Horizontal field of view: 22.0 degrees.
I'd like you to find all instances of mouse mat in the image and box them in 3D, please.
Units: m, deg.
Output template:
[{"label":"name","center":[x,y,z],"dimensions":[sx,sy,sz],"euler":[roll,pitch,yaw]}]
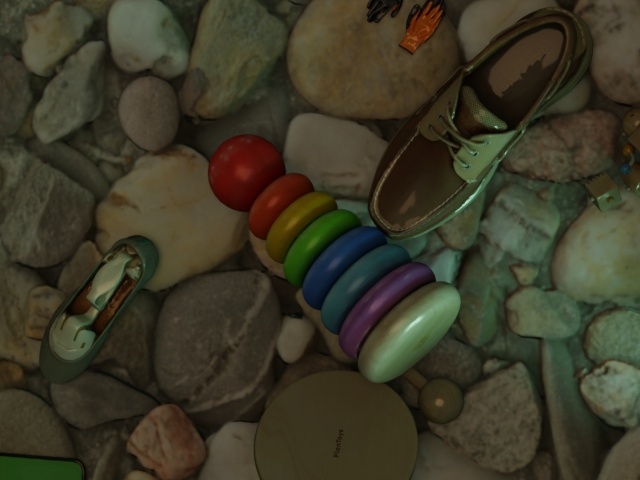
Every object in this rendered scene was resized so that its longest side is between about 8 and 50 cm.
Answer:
[{"label":"mouse mat","center":[-0.359,0.353,1.990],"dimensions":[0.153,0.007,0.189],"euler":[3,92,12]}]

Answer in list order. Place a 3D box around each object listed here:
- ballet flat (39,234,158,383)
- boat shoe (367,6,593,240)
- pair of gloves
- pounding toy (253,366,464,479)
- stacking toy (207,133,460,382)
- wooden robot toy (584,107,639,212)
[{"label":"ballet flat","center":[-0.272,0.080,1.936],"dimensions":[0.072,0.068,0.213],"euler":[39,98,9]},{"label":"boat shoe","center":[0.165,-0.134,1.816],"dimensions":[0.123,0.116,0.324],"euler":[41,98,9]},{"label":"pair of gloves","center":[0.098,-0.263,1.883],"dimensions":[0.083,0.010,0.074],"euler":[40,98,10]},{"label":"pounding toy","center":[0.037,0.231,1.870],"dimensions":[0.183,0.110,0.237],"euler":[33,68,21]},{"label":"stacking toy","center":[0.000,0.000,1.841],"dimensions":[0.141,0.141,0.330],"euler":[-47,71,9]},{"label":"wooden robot toy","center":[0.357,-0.108,1.815],"dimensions":[0.173,0.076,0.079],"euler":[-44,47,9]}]
